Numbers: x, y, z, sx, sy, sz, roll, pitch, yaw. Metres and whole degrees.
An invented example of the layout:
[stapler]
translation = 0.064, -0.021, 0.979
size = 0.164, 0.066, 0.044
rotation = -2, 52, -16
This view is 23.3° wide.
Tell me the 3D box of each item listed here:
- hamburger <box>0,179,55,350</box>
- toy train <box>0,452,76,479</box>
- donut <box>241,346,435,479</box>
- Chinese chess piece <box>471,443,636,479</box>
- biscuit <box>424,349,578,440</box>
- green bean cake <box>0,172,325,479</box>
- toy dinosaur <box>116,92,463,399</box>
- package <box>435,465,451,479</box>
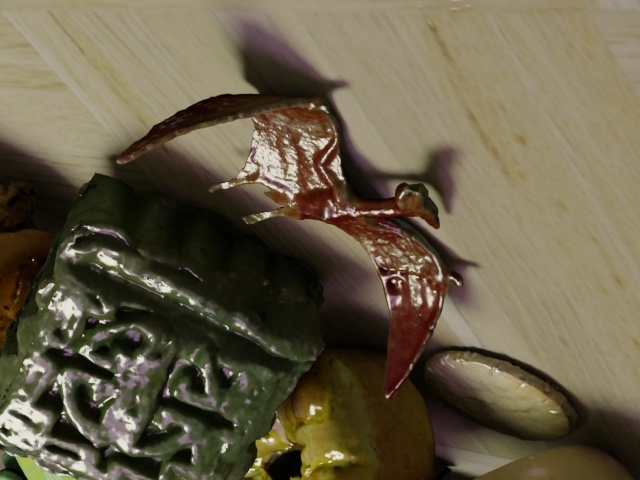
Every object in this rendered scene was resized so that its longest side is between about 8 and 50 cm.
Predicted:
[hamburger]
translation = -0.360, 0.042, 1.453
size = 0.211, 0.260, 0.245
rotation = 34, -175, 17
[toy train]
translation = -0.188, 0.339, 1.674
size = 0.442, 0.179, 0.272
rotation = 57, 139, 5
[donut]
translation = 0.003, 0.206, 1.454
size = 0.128, 0.208, 0.261
rotation = -5, 176, -28
[Chinese chess piece]
translation = 0.174, 0.291, 1.407
size = 0.273, 0.273, 0.102
rotation = 79, 165, -60
[biscuit]
translation = 0.160, 0.142, 1.395
size = 0.152, 0.020, 0.152
rotation = 22, 156, 10
[green bean cake]
translation = -0.144, 0.096, 1.341
size = 0.241, 0.132, 0.255
rotation = 27, 116, -10
[toy dinosaur]
translation = -0.004, 0.002, 1.171
size = 0.206, 0.113, 0.327
rotation = 18, 156, 17
[package]
translation = 0.012, 0.278, 1.595
size = 0.154, 0.239, 0.030
rotation = 7, 116, 38
